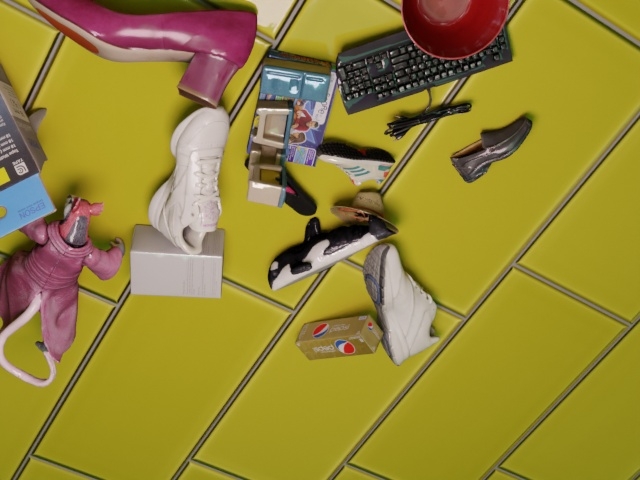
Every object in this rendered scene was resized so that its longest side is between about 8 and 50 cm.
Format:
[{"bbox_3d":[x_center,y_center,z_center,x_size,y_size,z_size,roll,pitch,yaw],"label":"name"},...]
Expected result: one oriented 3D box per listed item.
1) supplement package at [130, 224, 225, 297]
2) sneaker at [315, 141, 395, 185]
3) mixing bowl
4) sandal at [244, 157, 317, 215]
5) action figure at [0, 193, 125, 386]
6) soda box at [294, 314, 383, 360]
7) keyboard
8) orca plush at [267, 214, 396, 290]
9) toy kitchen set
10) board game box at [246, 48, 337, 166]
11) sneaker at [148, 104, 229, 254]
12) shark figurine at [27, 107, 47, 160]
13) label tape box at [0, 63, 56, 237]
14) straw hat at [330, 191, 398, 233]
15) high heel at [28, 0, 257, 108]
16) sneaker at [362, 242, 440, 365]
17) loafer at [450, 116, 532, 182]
[{"bbox_3d":[-0.282,0.041,1.814,0.179,0.105,0.105,3,123,-6],"label":"supplement package"},{"bbox_3d":[0.061,-0.137,1.735,0.161,0.057,0.075,4,126,-26],"label":"sneaker"},{"bbox_3d":[0.217,-0.405,1.542,0.181,0.098,0.182,-2,112,-4],"label":"mixing bowl"},{"bbox_3d":[-0.076,-0.097,1.762,0.179,0.040,0.067,42,146,-27],"label":"sandal"},{"bbox_3d":[-0.517,0.047,1.723,0.248,0.276,0.370,28,131,-12],"label":"action figure"},{"bbox_3d":[0.037,0.205,1.918,0.181,0.058,0.061,-12,127,40],"label":"soda box"},{"bbox_3d":[0.193,-0.289,1.653,0.317,0.033,0.202,-18,122,1],"label":"keyboard"},{"bbox_3d":[0.000,0.000,1.803,0.287,0.151,0.102,-29,81,41],"label":"orca plush"},{"bbox_3d":[-0.055,-0.186,1.602,0.122,0.166,0.207,7,122,-7],"label":"toy kitchen set"},{"bbox_3d":[-0.051,-0.241,1.688,0.136,0.035,0.201,11,121,-10],"label":"board game box"},{"bbox_3d":[-0.216,-0.108,1.691,0.114,0.152,0.305,-13,140,-42],"label":"sneaker"},{"bbox_3d":[-0.639,-0.165,1.673,0.278,0.116,0.166,-31,153,24],"label":"shark figurine"},{"bbox_3d":[-0.613,-0.145,1.563,0.240,0.106,0.334,-26,89,0],"label":"label tape box"},{"bbox_3d":[0.094,-0.065,1.789,0.144,0.144,0.061,21,77,-15],"label":"straw hat"},{"bbox_3d":[-0.302,-0.384,1.572,0.377,0.127,0.181,27,83,-11],"label":"high heel"},{"bbox_3d":[0.170,0.121,1.907,0.129,0.111,0.297,-21,126,-8],"label":"sneaker"},{"bbox_3d":[0.323,-0.181,1.733,0.170,0.062,0.061,-40,111,19],"label":"loafer"}]
